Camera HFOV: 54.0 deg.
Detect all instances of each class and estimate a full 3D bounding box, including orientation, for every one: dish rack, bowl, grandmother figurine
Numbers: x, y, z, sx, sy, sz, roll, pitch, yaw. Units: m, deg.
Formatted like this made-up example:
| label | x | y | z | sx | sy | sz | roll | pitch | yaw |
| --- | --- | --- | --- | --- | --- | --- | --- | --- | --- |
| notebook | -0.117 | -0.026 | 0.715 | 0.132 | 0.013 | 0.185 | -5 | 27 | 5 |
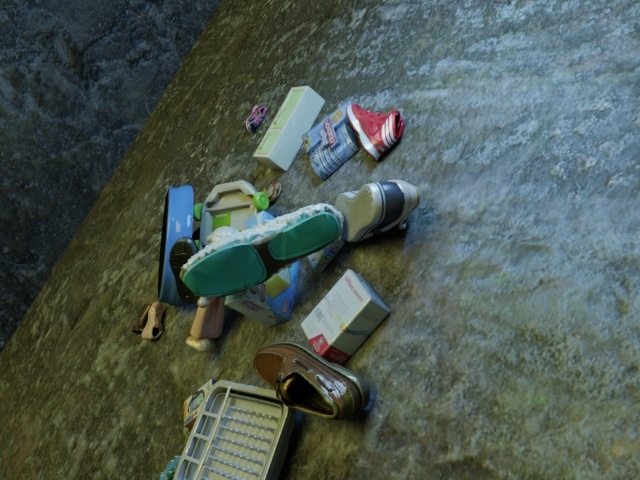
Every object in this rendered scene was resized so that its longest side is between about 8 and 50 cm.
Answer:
| label | x | y | z | sx | sy | sz | roll | pitch | yaw |
| --- | --- | --- | --- | --- | --- | --- | --- | --- | --- |
| dish rack | -0.188 | 0.477 | 1.431 | 0.332 | 0.072 | 0.286 | -6 | 56 | 49 |
| bowl | -0.467 | 0.013 | 2.008 | 0.391 | 0.077 | 0.392 | -175 | 90 | -74 |
| grandmother figurine | -0.290 | 0.120 | 1.733 | 0.208 | 0.104 | 0.343 | -112 | 36 | -68 |

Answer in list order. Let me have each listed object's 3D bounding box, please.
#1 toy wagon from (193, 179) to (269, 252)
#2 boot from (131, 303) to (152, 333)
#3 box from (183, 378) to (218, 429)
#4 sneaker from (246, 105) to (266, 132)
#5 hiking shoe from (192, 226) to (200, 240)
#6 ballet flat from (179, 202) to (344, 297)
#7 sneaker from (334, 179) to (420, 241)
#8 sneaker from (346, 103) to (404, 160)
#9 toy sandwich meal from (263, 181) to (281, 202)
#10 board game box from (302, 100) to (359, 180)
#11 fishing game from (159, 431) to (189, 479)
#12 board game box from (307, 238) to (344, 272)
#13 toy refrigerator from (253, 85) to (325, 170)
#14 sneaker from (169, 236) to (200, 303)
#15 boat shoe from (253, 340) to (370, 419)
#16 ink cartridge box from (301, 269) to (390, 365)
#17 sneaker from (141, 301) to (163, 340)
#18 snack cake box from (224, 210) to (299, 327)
| label | x | y | z | sx | sy | sz | roll | pitch | yaw |
| --- | --- | --- | --- | --- | --- | --- | --- | --- | --- |
| toy wagon | -0.275 | -0.004 | 1.893 | 0.267 | 0.068 | 0.345 | -7 | 76 | 32 |
| boot | -0.607 | 0.268 | 2.178 | 0.106 | 0.037 | 0.114 | -3 | 55 | 48 |
| box | -0.312 | 0.430 | 1.668 | 0.136 | 0.028 | 0.081 | -43 | 35 | 21 |
| sneaker | -0.233 | -0.451 | 2.322 | 0.057 | 0.047 | 0.119 | 0 | 63 | 39 |
| hiking shoe | -0.364 | 0.021 | 2.034 | 0.226 | 0.086 | 0.114 | -5 | 54 | 49 |
| ballet flat | -0.138 | 0.019 | 1.521 | 0.408 | 0.147 | 0.147 | -21 | 36 | -5 |
| sneaker | 0.127 | -0.066 | 1.469 | 0.321 | 0.127 | 0.126 | 167 | 96 | -74 |
| sneaker | 0.156 | -0.318 | 1.692 | 0.128 | 0.087 | 0.221 | -34 | 50 | 16 |
| toy sandwich meal | -0.156 | -0.151 | 1.970 | 0.085 | 0.029 | 0.086 | -32 | 40 | 32 |
| board game box | 0.043 | -0.301 | 1.821 | 0.194 | 0.060 | 0.194 | -41 | 36 | 22 |
| fishing game | -0.381 | 0.628 | 1.574 | 0.264 | 0.041 | 0.189 | -59 | 31 | -5 |
| board game box | 0.000 | 0.000 | 1.637 | 0.103 | 0.026 | 0.154 | -51 | 33 | 16 |
| toy refrigerator | -0.103 | -0.364 | 2.029 | 0.102 | 0.094 | 0.270 | 15 | 75 | 55 |
| sneaker | -0.358 | 0.058 | 1.777 | 0.087 | 0.228 | 0.130 | 11 | 42 | 15 |
| boat shoe | -0.047 | 0.288 | 1.308 | 0.307 | 0.104 | 0.111 | 7 | 106 | 42 |
| ink cartridge box | 0.053 | 0.172 | 1.386 | 0.175 | 0.072 | 0.127 | -49 | 33 | 10 |
| sneaker | -0.542 | 0.267 | 2.081 | 0.070 | 0.051 | 0.134 | -9 | 58 | 46 |
| snack cake box | -0.143 | 0.074 | 1.648 | 0.089 | 0.152 | 0.264 | -24 | 45 | 38 |
